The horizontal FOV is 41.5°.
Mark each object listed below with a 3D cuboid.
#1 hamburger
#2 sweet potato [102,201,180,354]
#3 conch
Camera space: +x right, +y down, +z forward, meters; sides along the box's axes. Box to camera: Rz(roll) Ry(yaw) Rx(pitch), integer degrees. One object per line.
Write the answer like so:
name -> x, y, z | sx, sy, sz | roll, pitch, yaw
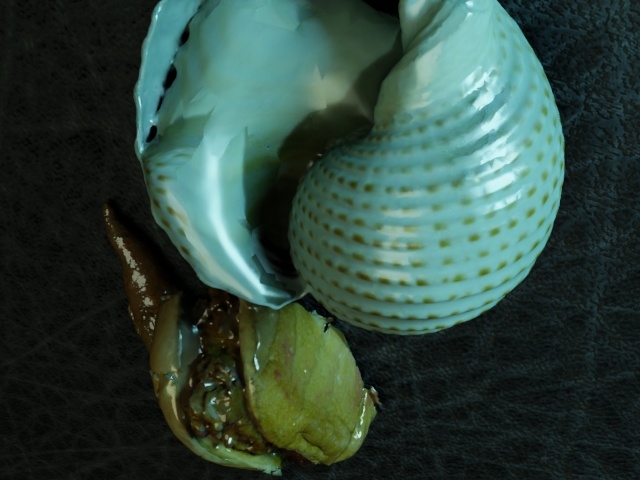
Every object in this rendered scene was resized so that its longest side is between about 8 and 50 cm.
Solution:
hamburger -> -0.061, 0.157, 0.910 | 0.155, 0.245, 0.282 | -6, 108, 31
sweet potato -> -0.193, 0.057, 0.958 | 0.068, 0.068, 0.226 | -12, 105, 31
conch -> 0.031, -0.096, 0.630 | 0.303, 0.215, 0.319 | 9, 100, 8
